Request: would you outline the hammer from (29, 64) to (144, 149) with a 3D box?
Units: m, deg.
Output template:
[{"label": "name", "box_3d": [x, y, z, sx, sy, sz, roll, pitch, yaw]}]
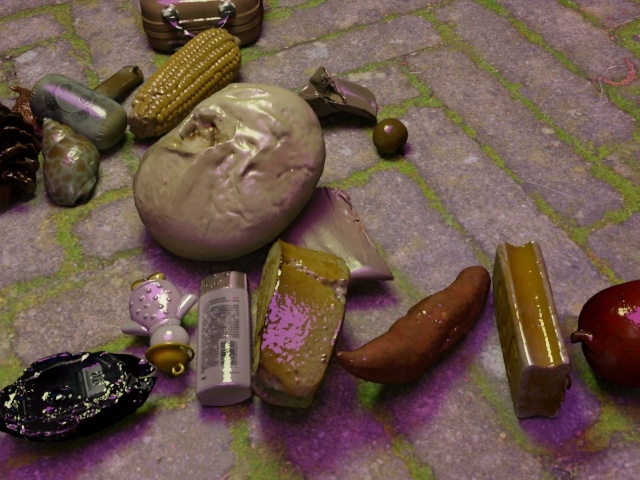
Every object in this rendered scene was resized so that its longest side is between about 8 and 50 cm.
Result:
[{"label": "hammer", "box_3d": [-0.467, -0.316, 1.631, 0.202, 0.113, 0.305, 29, 37, 2]}]

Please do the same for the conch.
[{"label": "conch", "box_3d": [-0.492, -0.153, 1.477, 0.116, 0.106, 0.173, -8, 57, 23]}]

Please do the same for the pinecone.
[{"label": "pinecone", "box_3d": [-0.639, -0.166, 1.452, 0.184, 0.179, 0.205, -29, 65, 8]}]

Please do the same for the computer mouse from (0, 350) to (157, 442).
[{"label": "computer mouse", "box_3d": [-0.359, 0.232, 1.106, 0.241, 0.078, 0.146, -14, 47, -14]}]

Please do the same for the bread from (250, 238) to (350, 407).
[{"label": "bread", "box_3d": [-0.036, 0.132, 1.115, 0.124, 0.186, 0.257, 12, 50, -8]}]

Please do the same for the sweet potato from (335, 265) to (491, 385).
[{"label": "sweet potato", "box_3d": [0.160, 0.143, 1.148, 0.354, 0.106, 0.095, -27, 13, -38]}]

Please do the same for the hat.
[{"label": "hat", "box_3d": [0.035, -0.282, 1.597, 0.175, 0.085, 0.147, 23, 36, -6]}]

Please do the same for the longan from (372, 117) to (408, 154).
[{"label": "longan", "box_3d": [0.143, -0.203, 1.507, 0.075, 0.075, 0.083, -40, 97, -30]}]

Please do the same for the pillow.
[{"label": "pillow", "box_3d": [0.000, 0.000, 1.314, 0.173, 0.067, 0.270, -18, 45, -7]}]

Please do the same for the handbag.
[{"label": "handbag", "box_3d": [-0.287, -0.551, 1.817, 0.301, 0.149, 0.283, -4, 43, -3]}]

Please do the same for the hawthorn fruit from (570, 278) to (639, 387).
[{"label": "hawthorn fruit", "box_3d": [0.451, 0.137, 1.094, 0.188, 0.169, 0.169, -11, 46, -3]}]

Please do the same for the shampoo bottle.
[{"label": "shampoo bottle", "box_3d": [-0.152, 0.149, 1.186, 0.086, 0.056, 0.227, -10, 46, 2]}]

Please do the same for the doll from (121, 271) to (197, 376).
[{"label": "doll", "box_3d": [-0.251, 0.131, 1.195, 0.129, 0.081, 0.207, -23, 50, -8]}]

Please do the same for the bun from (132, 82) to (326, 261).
[{"label": "bun", "box_3d": [-0.169, -0.142, 1.331, 0.361, 0.213, 0.361, -17, 42, 16]}]

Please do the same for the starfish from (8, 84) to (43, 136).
[{"label": "starfish", "box_3d": [-0.641, -0.282, 1.640, 0.238, 0.057, 0.213, -16, 47, -10]}]

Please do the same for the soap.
[{"label": "soap", "box_3d": [0.307, 0.128, 1.117, 0.073, 0.140, 0.232, -2, 46, 2]}]

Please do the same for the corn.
[{"label": "corn", "box_3d": [-0.285, -0.346, 1.629, 0.130, 0.130, 0.347, 22, 52, 23]}]
